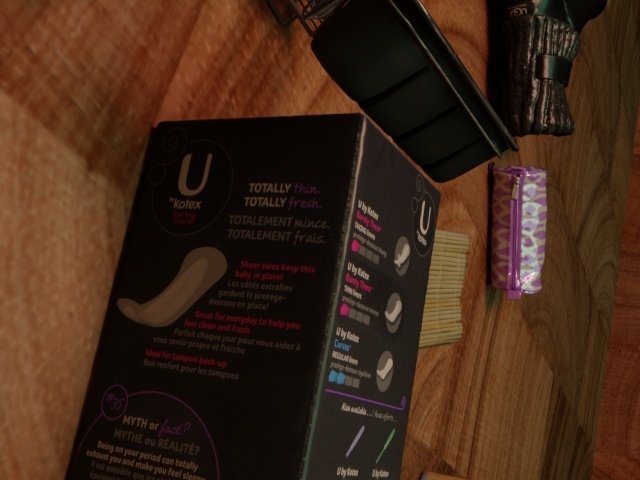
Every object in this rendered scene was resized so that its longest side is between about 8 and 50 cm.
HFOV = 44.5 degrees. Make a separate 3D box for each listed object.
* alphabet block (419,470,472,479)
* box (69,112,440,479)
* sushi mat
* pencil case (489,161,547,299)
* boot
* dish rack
[{"bbox_3d":[0.201,0.428,0.949,0.192,0.197,0.193,-53,136,-46],"label":"alphabet block"},{"bbox_3d":[-0.034,0.069,0.518,0.143,0.165,0.270,31,66,-58],"label":"box"},{"bbox_3d":[0.122,0.059,0.954,0.316,0.019,0.151,6,87,-61],"label":"sushi mat"},{"bbox_3d":[0.305,-0.019,1.205,0.088,0.086,0.206,-43,132,-77],"label":"pencil case"},{"bbox_3d":[0.371,-0.297,1.246,0.348,0.131,0.260,-19,102,-48],"label":"boot"},{"bbox_3d":[0.017,-0.171,0.545,0.208,0.074,0.271,33,24,-57],"label":"dish rack"}]
